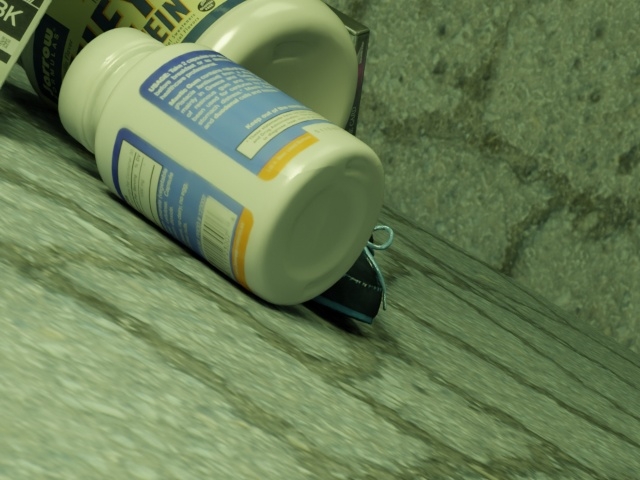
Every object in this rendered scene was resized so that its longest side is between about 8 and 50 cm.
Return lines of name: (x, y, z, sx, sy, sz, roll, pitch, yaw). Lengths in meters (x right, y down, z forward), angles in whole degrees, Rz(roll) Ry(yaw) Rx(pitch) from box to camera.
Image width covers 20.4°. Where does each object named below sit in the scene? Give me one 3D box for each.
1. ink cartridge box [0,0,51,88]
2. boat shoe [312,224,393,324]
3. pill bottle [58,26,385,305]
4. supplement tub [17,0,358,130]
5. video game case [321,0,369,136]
ink cartridge box: (-0.235, -0.264, 1.504, 0.065, 0.332, 0.165, 29, 8, -17)
boat shoe: (0.000, 0.000, 1.625, 0.109, 0.089, 0.258, 27, 7, -25)
pill bottle: (-0.091, -0.073, 1.486, 0.272, 0.152, 0.152, 35, 7, 32)
supplement tub: (-0.149, -0.188, 1.762, 0.325, 0.235, 0.235, 34, 7, 36)
video game case: (-0.037, -0.136, 1.866, 0.026, 0.274, 0.196, -21, 42, -38)
